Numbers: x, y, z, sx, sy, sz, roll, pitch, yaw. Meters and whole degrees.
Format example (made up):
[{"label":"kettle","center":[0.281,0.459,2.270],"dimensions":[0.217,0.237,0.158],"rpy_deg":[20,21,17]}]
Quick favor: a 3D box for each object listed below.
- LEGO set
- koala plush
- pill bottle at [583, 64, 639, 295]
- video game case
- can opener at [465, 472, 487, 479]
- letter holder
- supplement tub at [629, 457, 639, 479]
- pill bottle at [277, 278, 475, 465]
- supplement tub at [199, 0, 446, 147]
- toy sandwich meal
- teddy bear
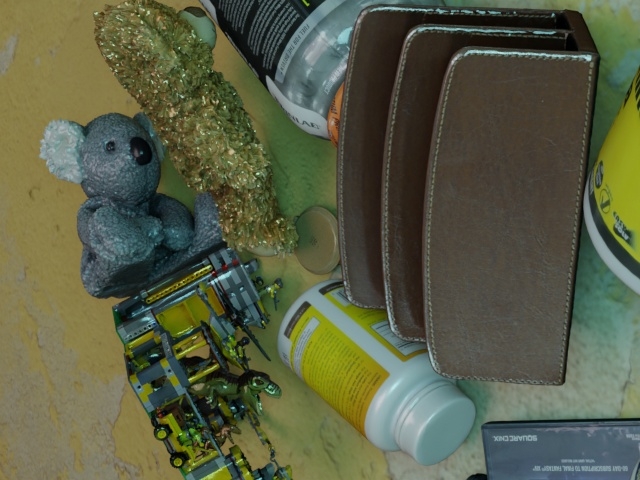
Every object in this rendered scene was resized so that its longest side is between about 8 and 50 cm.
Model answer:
[{"label":"LEGO set","center":[-0.099,0.145,1.588],"dimensions":[0.255,0.192,0.331],"rpy_deg":[62,177,-10]},{"label":"koala plush","center":[-0.240,-0.057,1.725],"dimensions":[0.203,0.196,0.221],"rpy_deg":[-38,71,54]},{"label":"pill bottle","center":[0.322,-0.102,1.014],"dimensions":[0.188,0.188,0.334],"rpy_deg":[56,154,26]},{"label":"video game case","center":[0.255,0.305,1.322],"dimensions":[0.196,0.026,0.274],"rpy_deg":[-7,89,38]},{"label":"can opener","center":[0.142,0.313,1.444],"dimensions":[0.073,0.059,0.186],"rpy_deg":[44,125,34]},{"label":"letter holder","center":[0.118,-0.044,1.243],"dimensions":[0.214,0.152,0.302],"rpy_deg":[3,113,3]},{"label":"supplement tub","center":[0.382,0.140,0.994],"dimensions":[0.235,0.235,0.325],"rpy_deg":[51,138,31]},{"label":"pill bottle","center":[0.060,0.139,1.467],"dimensions":[0.215,0.117,0.117],"rpy_deg":[39,123,38]},{"label":"supplement tub","center":[0.002,-0.236,1.422],"dimensions":[0.316,0.193,0.194],"rpy_deg":[54,131,29]},{"label":"toy sandwich meal","center":[0.000,0.000,1.582],"dimensions":[0.085,0.029,0.086],"rpy_deg":[6,98,43]},{"label":"teddy bear","center":[-0.116,-0.127,1.533],"dimensions":[0.113,0.245,0.338],"rpy_deg":[-29,104,5]}]
